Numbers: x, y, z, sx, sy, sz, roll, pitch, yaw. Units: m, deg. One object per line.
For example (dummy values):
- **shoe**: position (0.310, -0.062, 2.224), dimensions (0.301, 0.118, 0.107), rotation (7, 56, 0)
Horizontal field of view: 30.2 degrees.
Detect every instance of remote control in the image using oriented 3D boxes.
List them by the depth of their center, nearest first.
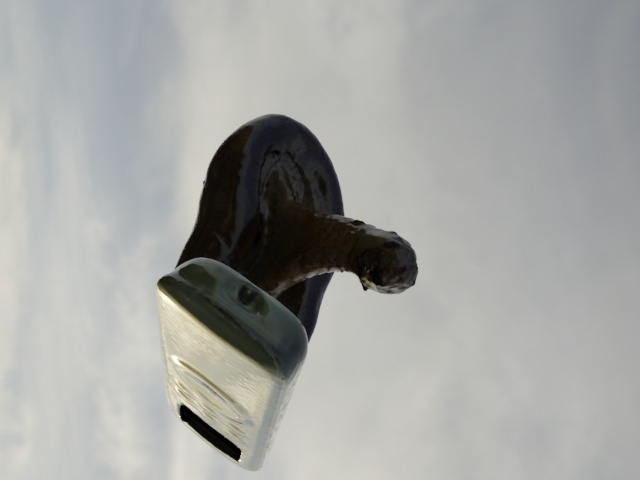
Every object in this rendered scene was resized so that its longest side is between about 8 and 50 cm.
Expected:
- **remote control**: position (-0.058, 0.085, 0.729), dimensions (0.038, 0.090, 0.309), rotation (-52, 173, -20)

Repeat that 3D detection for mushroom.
- **mushroom**: position (0.000, 0.000, 0.908), dimensions (0.217, 0.148, 0.227), rotation (-8, -115, 47)
